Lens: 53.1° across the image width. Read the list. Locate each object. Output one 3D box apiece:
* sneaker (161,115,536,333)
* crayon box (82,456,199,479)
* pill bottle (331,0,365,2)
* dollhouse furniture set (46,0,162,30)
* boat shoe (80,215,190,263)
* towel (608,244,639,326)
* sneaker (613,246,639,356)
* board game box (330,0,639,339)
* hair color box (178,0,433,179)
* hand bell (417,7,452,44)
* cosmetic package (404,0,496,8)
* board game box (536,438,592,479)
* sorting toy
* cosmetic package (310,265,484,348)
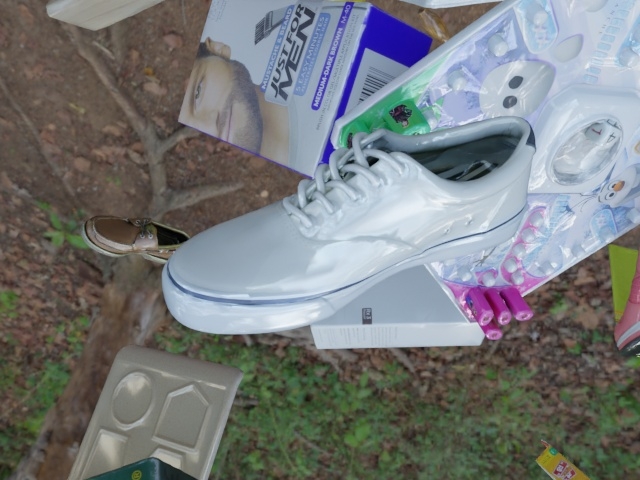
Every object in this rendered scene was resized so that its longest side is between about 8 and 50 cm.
[{"bbox_3d":[0.023,-0.024,0.404,0.258,0.094,0.091,-20,133,-22],"label":"sneaker"},{"bbox_3d":[-0.220,0.287,0.399,0.318,0.202,0.081,-21,143,7],"label":"crayon box"},{"bbox_3d":[0.010,-0.541,1.472,0.188,0.188,0.334,-7,107,23],"label":"pill bottle"},{"bbox_3d":[-0.236,-0.409,0.460,0.256,0.394,0.362,-15,89,21],"label":"dollhouse furniture set"},{"bbox_3d":[-0.465,-0.019,1.647,0.104,0.111,0.307,-27,161,25],"label":"boat shoe"},{"bbox_3d":[0.658,0.126,1.346,0.102,0.237,0.021,13,157,-19],"label":"towel"},{"bbox_3d":[0.449,0.047,0.803,0.116,0.136,0.314,-2,147,4],"label":"sneaker"},{"bbox_3d":[0.262,-0.087,0.632,0.390,0.050,0.390,-34,136,9],"label":"board game box"},{"bbox_3d":[-0.040,-0.191,0.787,0.110,0.185,0.339,12,-170,-38],"label":"hair color box"},{"bbox_3d":[0.292,-0.434,1.430,0.126,0.126,0.242,-24,137,36],"label":"hand bell"},{"bbox_3d":[0.283,-0.678,1.219,0.327,0.329,0.394,-11,118,-14],"label":"cosmetic package"},{"bbox_3d":[0.339,0.320,0.703,0.039,0.259,0.124,-45,107,0],"label":"board game box"},{"bbox_3d":[-0.197,0.233,0.749,0.193,0.208,0.038,6,154,30],"label":"sorting toy"},{"bbox_3d":[0.173,0.121,1.449,0.385,0.217,0.156,-5,151,5],"label":"cosmetic package"}]
